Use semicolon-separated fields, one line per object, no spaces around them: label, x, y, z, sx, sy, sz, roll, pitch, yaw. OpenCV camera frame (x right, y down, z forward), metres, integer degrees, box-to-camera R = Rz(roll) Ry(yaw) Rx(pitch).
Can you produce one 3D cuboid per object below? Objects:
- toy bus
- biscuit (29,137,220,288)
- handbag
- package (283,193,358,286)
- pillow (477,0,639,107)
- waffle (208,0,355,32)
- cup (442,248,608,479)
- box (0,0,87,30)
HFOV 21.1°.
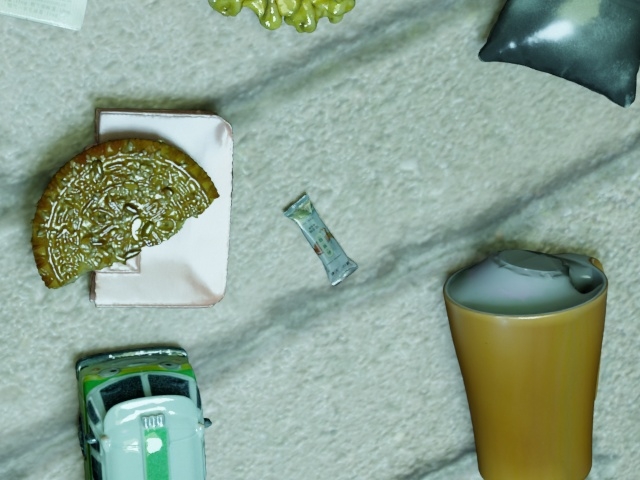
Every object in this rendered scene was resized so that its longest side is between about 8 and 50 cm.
toy bus;-0.185;0.266;1.848;0.134;0.165;0.276;-7;104;-14
biscuit;-0.216;-0.038;1.782;0.206;0.025;0.126;-30;107;-5
handbag;-0.175;-0.035;1.839;0.157;0.059;0.212;0;101;-16
package;0.000;0.000;1.916;0.037;0.015;0.110;-38;110;-10
pillow;0.294;-0.289;1.882;0.186;0.106;0.250;16;94;-9
waffle;-0.036;-0.346;1.809;0.253;0.056;0.249;17;98;-16
cup;0.251;0.138;1.949;0.226;0.182;0.264;-25;118;-41
box;-0.318;-0.250;1.732;0.152;0.100;0.048;13;96;-17
